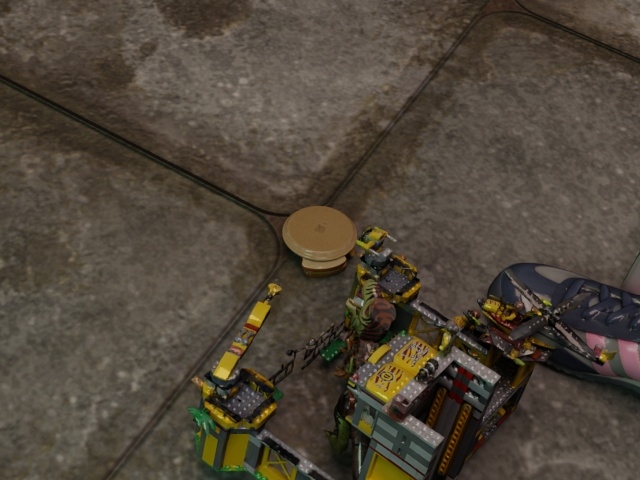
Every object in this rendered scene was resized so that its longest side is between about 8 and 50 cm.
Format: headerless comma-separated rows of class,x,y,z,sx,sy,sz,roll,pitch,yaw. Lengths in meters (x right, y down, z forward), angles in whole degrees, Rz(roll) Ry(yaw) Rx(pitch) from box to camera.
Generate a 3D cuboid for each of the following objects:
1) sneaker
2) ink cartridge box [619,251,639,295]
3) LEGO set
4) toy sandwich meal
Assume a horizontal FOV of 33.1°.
sneaker,0.317,0.082,1.015,0.319,0.131,0.112,24,51,12
ink cartridge box,0.424,0.009,1.118,0.154,0.093,0.212,29,51,16
LEGO set,0.062,0.091,0.896,0.331,0.192,0.255,-27,54,-38
toy sandwich meal,0.000,0.000,1.105,0.085,0.029,0.086,3,46,-3
